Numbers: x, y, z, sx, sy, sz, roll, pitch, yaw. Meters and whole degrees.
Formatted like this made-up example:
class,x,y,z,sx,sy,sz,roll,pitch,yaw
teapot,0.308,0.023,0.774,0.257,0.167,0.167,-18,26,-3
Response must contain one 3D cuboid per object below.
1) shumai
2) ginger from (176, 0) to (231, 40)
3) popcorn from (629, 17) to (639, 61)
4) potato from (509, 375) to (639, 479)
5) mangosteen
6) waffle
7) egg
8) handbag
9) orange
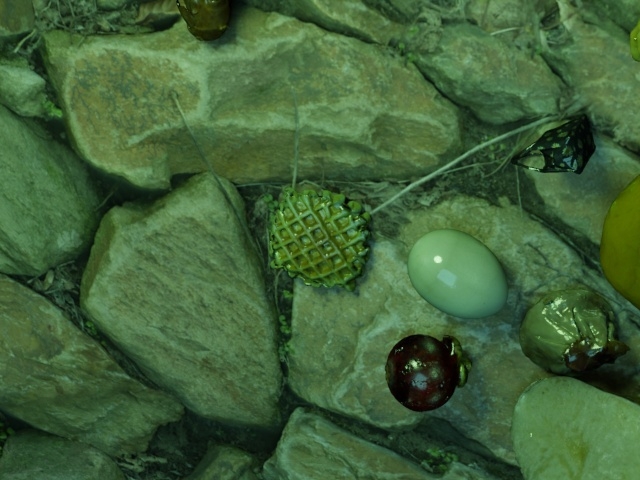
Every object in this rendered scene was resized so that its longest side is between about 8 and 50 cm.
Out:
class,x,y,z,sx,sy,sz,roll,pitch,yaw
shumai,0.481,0.200,1.529,0.201,0.120,0.201,5,118,10
ginger,-0.231,-0.499,1.395,0.133,0.107,0.309,1,119,42
popcorn,0.559,-0.351,1.190,0.226,0.200,0.203,-31,110,25
potato,0.613,0.436,1.565,0.397,0.296,0.290,7,85,51
mangosteen,0.221,0.260,1.618,0.180,0.166,0.166,-14,115,-11
waffle,0.000,0.000,1.602,0.207,0.054,0.214,17,117,3
egg,0.261,0.066,1.508,0.209,0.151,0.151,33,120,-11
handbag,0.397,-0.154,1.395,0.139,0.115,0.072,-13,113,40
orange,0.605,0.001,1.334,0.279,0.235,0.279,0,119,0
